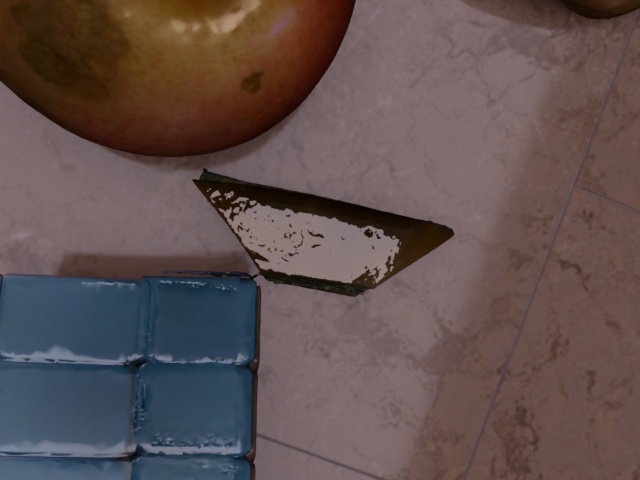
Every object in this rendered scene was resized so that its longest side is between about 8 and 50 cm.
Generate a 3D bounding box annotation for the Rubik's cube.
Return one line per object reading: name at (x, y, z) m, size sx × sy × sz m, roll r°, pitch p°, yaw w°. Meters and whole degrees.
Rubik's cube at (-0.170, 0.161, 0.949) m, size 0.231 × 0.221 × 0.225 m, roll 2°, pitch 72°, yaw -5°

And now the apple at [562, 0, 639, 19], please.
apple at (0.248, -0.355, 1.027) m, size 0.292 × 0.163 × 0.251 m, roll 20°, pitch 91°, yaw -7°

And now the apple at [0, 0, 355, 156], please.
apple at (-0.135, -0.248, 0.906) m, size 0.363 × 0.364 × 0.364 m, roll 0°, pitch 92°, yaw -5°

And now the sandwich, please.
sandwich at (0.000, 0.000, 1.051) m, size 0.257 × 0.094 × 0.096 m, roll 11°, pitch 86°, yaw -4°
